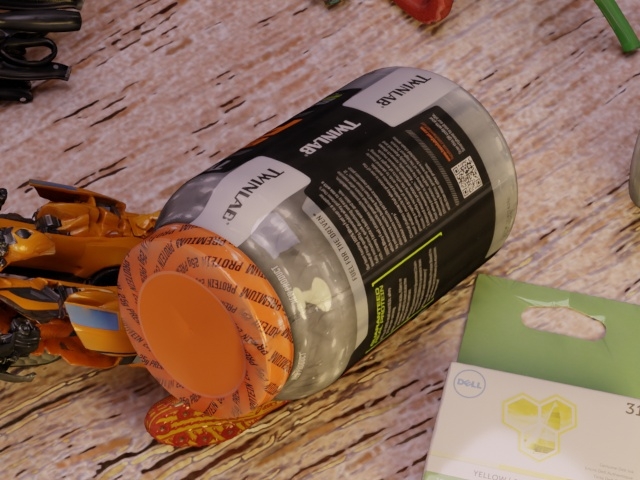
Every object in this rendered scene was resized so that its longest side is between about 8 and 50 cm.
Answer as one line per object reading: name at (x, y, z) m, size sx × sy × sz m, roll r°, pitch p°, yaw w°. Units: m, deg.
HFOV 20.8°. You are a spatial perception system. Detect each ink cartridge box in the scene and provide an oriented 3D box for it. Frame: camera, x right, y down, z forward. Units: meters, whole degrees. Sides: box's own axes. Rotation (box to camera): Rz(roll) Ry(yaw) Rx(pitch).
ink cartridge box at (0.187, 0.129, 1.437) m, size 0.171 × 0.056 × 0.235 m, roll 11°, pitch 61°, yaw 9°

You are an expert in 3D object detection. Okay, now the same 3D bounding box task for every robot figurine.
robot figurine at (-0.232, 0.020, 1.411) m, size 0.291 × 0.085 × 0.211 m, roll 10°, pitch 40°, yaw -35°

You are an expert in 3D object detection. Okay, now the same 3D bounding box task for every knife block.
knife block at (-0.349, -0.209, 1.555) m, size 0.242 × 0.276 × 0.088 m, roll -28°, pitch 56°, yaw 18°

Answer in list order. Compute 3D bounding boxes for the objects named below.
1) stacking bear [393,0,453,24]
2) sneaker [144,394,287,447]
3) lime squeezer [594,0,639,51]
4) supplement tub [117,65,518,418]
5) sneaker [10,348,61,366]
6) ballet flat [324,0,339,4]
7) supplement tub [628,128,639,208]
stacking bear at (0.169, -0.364, 1.694) m, size 0.289 × 0.175 × 0.164 m, roll -32°, pitch 58°, yaw -28°
sneaker at (-0.070, 0.117, 1.452) m, size 0.175 × 0.064 × 0.067 m, roll -24°, pitch 45°, yaw -22°
lime squeezer at (0.227, -0.317, 1.595) m, size 0.110 × 0.059 × 0.310 m, roll -22°, pitch 95°, yaw -39°
supplement tub at (0.000, 0.000, 1.389) m, size 0.194 × 0.193 × 0.316 m, roll 35°, pitch 44°, yaw 21°
sneaker at (-0.308, 0.015, 1.497) m, size 0.226 × 0.086 × 0.163 m, roll 11°, pitch 60°, yaw 7°
ballet flat at (-0.017, -0.268, 1.700) m, size 0.041 × 0.041 × 0.114 m, roll -33°, pitch 62°, yaw -18°
supplement tub at (0.447, -0.070, 1.467) m, size 0.338 × 0.207 × 0.207 m, roll 20°, pitch 60°, yaw 14°
